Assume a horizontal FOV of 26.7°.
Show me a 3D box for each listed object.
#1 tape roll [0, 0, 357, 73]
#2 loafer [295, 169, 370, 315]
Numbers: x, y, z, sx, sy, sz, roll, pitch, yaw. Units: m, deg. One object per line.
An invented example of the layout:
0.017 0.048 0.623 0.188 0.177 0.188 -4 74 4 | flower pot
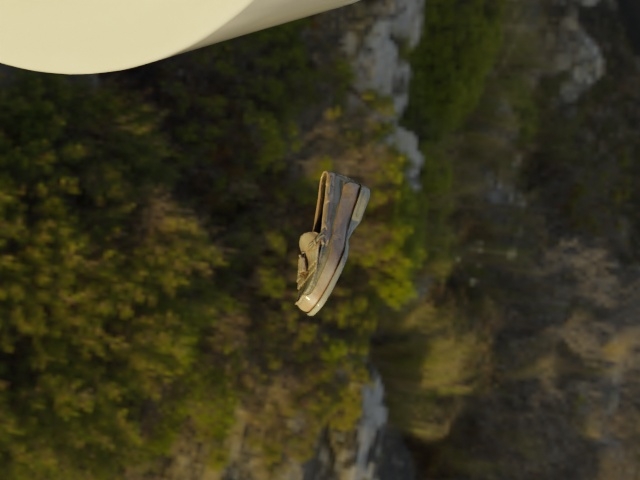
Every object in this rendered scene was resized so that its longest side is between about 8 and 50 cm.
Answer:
-0.058 -0.194 0.500 0.169 0.246 0.246 -33 124 -60 | tape roll
0.000 0.000 1.001 0.039 0.045 0.125 32 50 -12 | loafer
